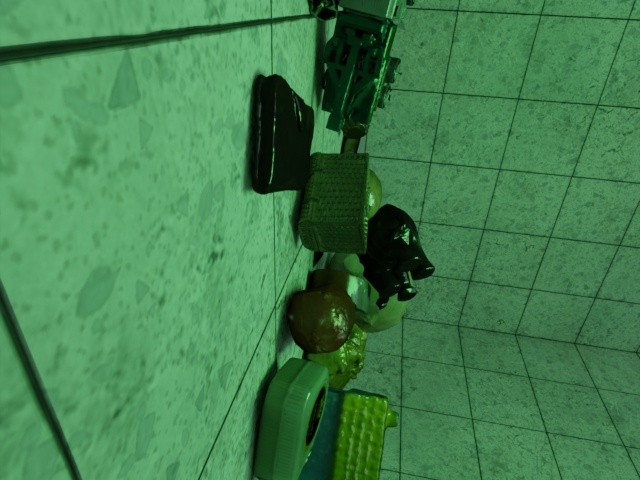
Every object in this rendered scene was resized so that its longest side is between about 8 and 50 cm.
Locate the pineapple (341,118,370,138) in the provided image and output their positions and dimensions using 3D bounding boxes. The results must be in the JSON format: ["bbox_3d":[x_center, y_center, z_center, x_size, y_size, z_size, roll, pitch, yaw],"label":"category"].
[{"bbox_3d":[0.116,-0.460,1.482,0.108,0.108,0.198,59,26,-78],"label":"pineapple"}]

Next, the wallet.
[{"bbox_3d":[-0.051,-0.160,0.697,0.309,0.042,0.165,-38,137,-79],"label":"wallet"}]

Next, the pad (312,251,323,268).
[{"bbox_3d":[0.000,0.000,1.358,0.211,0.003,0.143,-51,147,-76],"label":"pad"}]

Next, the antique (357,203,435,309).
[{"bbox_3d":[0.209,0.037,1.290,0.322,0.185,0.255,107,-36,-50],"label":"antique"}]

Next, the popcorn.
[{"bbox_3d":[0.039,0.355,1.352,0.233,0.192,0.266,-15,119,-49],"label":"popcorn"}]

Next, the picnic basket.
[{"bbox_3d":[0.032,-0.086,0.959,0.134,0.154,0.197,74,20,-58],"label":"picnic basket"}]

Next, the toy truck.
[{"bbox_3d":[0.095,-0.428,0.934,0.178,0.176,0.364,-51,159,-59],"label":"toy truck"}]

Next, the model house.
[{"bbox_3d":[0.040,0.492,1.079,0.215,0.303,0.237,55,44,-69],"label":"model house"}]

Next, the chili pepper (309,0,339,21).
[{"bbox_3d":[0.020,-0.544,0.801,0.088,0.059,0.227,88,9,-80],"label":"chili pepper"}]

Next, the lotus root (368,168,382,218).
[{"bbox_3d":[0.092,-0.145,1.246,0.310,0.182,0.183,-67,162,-66],"label":"lotus root"}]

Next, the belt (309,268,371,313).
[{"bbox_3d":[0.060,0.159,1.276,0.261,0.183,0.105,73,26,-73],"label":"belt"}]

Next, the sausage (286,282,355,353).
[{"bbox_3d":[0.005,0.180,1.004,0.268,0.153,0.141,3,73,-82],"label":"sausage"}]

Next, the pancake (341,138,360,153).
[{"bbox_3d":[0.120,-0.304,1.728,0.427,0.066,0.305,-77,172,-46],"label":"pancake"}]

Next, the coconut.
[{"bbox_3d":[0.180,0.180,1.631,0.360,0.346,0.347,-72,167,-61],"label":"coconut"}]

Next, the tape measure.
[{"bbox_3d":[-0.062,0.369,0.872,0.207,0.115,0.236,-34,135,-73],"label":"tape measure"}]
